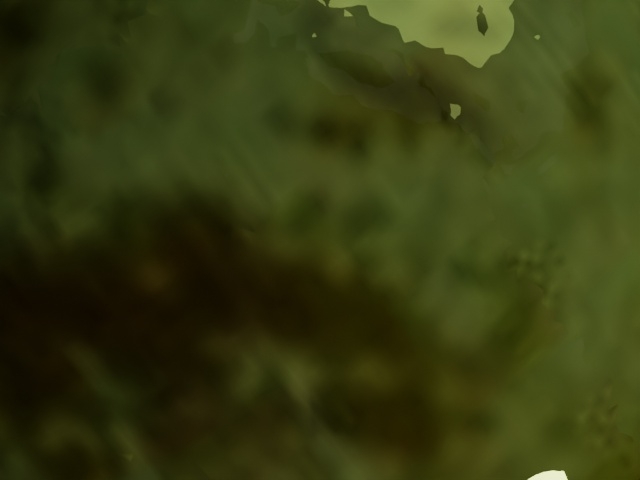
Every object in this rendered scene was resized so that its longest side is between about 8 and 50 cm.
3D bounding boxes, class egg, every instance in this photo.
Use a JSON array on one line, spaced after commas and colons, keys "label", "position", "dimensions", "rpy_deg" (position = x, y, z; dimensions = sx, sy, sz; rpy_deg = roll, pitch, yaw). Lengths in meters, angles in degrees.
[{"label": "egg", "position": [0.000, 0.000, 0.447], "dimensions": [0.289, 0.238, 0.238], "rpy_deg": [52, 33, -10]}]
